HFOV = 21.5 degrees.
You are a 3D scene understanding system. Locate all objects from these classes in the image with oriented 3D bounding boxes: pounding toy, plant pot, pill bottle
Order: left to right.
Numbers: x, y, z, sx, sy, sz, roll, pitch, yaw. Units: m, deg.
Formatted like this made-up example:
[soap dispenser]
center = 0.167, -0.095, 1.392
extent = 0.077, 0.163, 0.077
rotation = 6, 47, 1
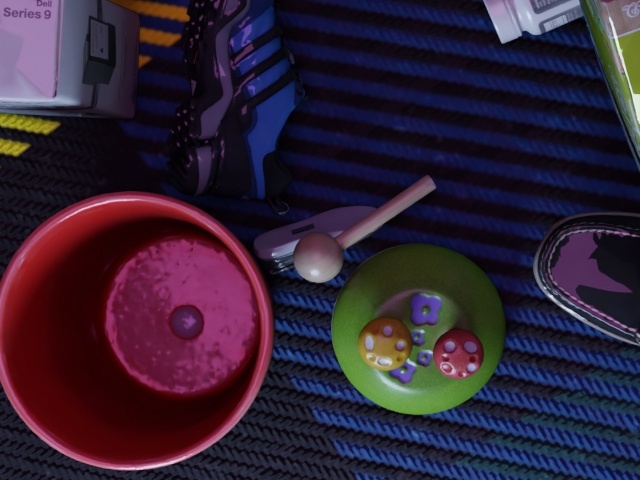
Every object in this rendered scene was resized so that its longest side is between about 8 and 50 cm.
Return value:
[plant pot]
center = -0.163, 0.085, 1.707
extent = 0.275, 0.243, 0.275
rotation = 0, 90, 9
[pounding toy]
center = 0.090, 0.078, 1.712
extent = 0.183, 0.110, 0.237
rotation = -26, 100, 6
[pill bottle]
center = 0.236, -0.258, 1.723
extent = 0.137, 0.078, 0.078
rotation = -22, 88, 8

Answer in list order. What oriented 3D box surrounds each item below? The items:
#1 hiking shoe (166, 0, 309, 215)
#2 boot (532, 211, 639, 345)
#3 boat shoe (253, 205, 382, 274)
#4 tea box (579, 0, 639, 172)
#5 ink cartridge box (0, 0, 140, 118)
[hiking shoe]
center = -0.075, -0.186, 1.775
extent = 0.132, 0.113, 0.304
rotation = 12, 86, -22
[boot]
center = 0.386, 0.073, 1.601
extent = 0.377, 0.284, 0.138
rotation = 24, 94, 7
[boat shoe]
center = 0.000, 0.000, 1.784
extent = 0.142, 0.049, 0.040
rotation = -15, 124, 2
[tea box]
center = 0.355, -0.208, 1.517
extent = 0.220, 0.329, 0.323
rotation = -18, 128, 8
[ink cartridge box]
center = -0.321, -0.193, 1.702
extent = 0.211, 0.289, 0.121
rotation = 3, 91, 9
